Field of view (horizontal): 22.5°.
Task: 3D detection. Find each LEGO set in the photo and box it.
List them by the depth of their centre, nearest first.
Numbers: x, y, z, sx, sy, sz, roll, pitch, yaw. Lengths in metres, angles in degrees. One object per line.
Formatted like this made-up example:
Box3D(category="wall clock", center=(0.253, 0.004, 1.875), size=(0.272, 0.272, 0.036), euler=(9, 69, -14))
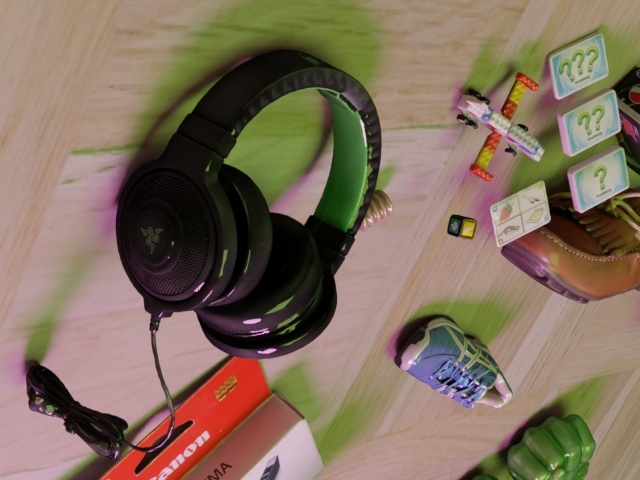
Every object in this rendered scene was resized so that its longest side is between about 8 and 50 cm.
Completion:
Box3D(category="LEGO set", center=(0.227, -0.090, 1.654), size=(0.244, 0.060, 0.182), euler=(-25, 115, -27))

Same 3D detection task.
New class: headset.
Box3D(category="headset", center=(-0.103, 0.010, 1.416), size=(0.394, 0.185, 0.243), euler=(-59, 145, -6))

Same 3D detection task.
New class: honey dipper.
Box3D(category="honey dipper", center=(0.000, 0.000, 1.587), size=(0.161, 0.030, 0.030), euler=(-31, 146, -17))

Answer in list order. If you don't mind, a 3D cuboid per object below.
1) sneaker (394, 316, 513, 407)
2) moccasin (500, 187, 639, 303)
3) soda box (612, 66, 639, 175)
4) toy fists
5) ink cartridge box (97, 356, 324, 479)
Box3D(category="sneaker", center=(0.163, 0.148, 1.902), size=(0.080, 0.081, 0.211), euler=(-51, 147, 14))
Box3D(category="moccasin", center=(0.335, -0.010, 1.862), size=(0.380, 0.139, 0.147), euler=(4, 119, -48))
Box3D(category="soda box", center=(0.376, -0.125, 1.844), size=(0.053, 0.060, 0.169), euler=(-43, 148, -5))
Box3D(category="toy fists", center=(0.275, 0.355, 2.265), size=(0.279, 0.096, 0.142), euler=(-38, 148, -7))
Box3D(category="ink cartridge box", center=(-0.128, 0.266, 1.701), size=(0.275, 0.060, 0.239), euler=(-42, 150, -15))
